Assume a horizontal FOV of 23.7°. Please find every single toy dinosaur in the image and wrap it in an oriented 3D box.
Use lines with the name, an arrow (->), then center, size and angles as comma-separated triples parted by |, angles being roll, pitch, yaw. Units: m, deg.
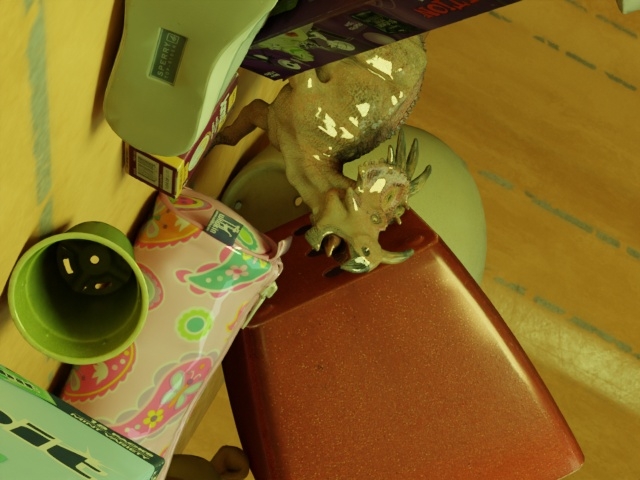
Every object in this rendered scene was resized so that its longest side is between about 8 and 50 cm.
toy dinosaur -> 0.031, -0.116, 1.261 | 0.296, 0.200, 0.127 | -61, 177, -14

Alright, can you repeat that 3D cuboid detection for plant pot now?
plant pot -> 0.000, 0.000, 1.570 | 0.191, 0.284, 0.284 | 13, 109, -51
plant pot -> -0.144, 0.023, 0.941 | 0.083, 0.083, 0.079 | -62, -171, 17
plant pot -> 0.037, 0.106, 1.365 | 0.267, 0.236, 0.267 | -25, -157, -5

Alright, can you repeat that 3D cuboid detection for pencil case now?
pencil case -> -0.134, 0.096, 1.225 | 0.284, 0.124, 0.124 | -61, 177, 9

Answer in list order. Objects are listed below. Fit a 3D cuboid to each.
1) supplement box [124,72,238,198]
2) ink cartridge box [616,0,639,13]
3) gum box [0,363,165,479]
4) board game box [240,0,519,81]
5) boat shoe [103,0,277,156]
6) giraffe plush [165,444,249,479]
supplement box -> -0.094, -0.079, 1.032 | 0.083, 0.043, 0.055 | -61, 175, -21
ink cartridge box -> 0.290, -0.402, 1.328 | 0.166, 0.285, 0.395 | -17, 169, 9
gum box -> -0.144, 0.065, 0.532 | 0.041, 0.157, 0.184 | -61, 177, 1
board game box -> 0.056, -0.205, 0.802 | 0.347, 0.056, 0.208 | -3, -109, 66
boat shoe -> -0.063, -0.140, 0.834 | 0.227, 0.079, 0.081 | 122, -10, -51
giraffe plush -> -0.168, 0.235, 1.408 | 0.210, 0.170, 0.181 | -58, 175, -46
